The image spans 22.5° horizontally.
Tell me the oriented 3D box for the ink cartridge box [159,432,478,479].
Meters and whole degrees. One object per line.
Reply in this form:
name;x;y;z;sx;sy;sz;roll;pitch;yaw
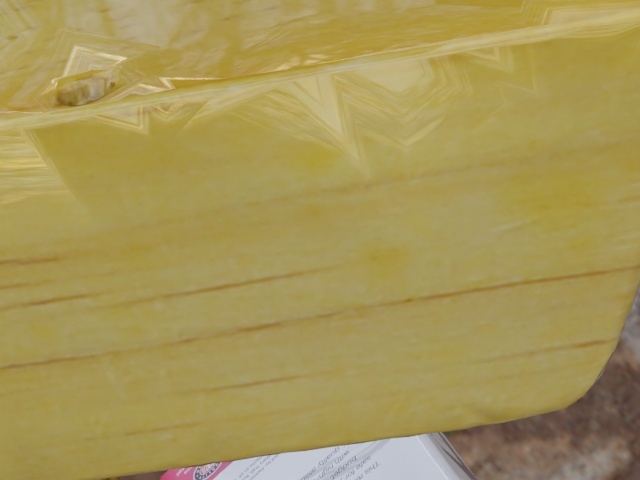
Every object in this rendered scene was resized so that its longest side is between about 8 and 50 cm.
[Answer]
ink cartridge box;0.013;0.182;1.022;0.172;0.100;0.237;-43;29;2

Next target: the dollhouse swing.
dollhouse swing;0.000;0.000;0.609;0.315;0.305;0.347;-9;30;8
